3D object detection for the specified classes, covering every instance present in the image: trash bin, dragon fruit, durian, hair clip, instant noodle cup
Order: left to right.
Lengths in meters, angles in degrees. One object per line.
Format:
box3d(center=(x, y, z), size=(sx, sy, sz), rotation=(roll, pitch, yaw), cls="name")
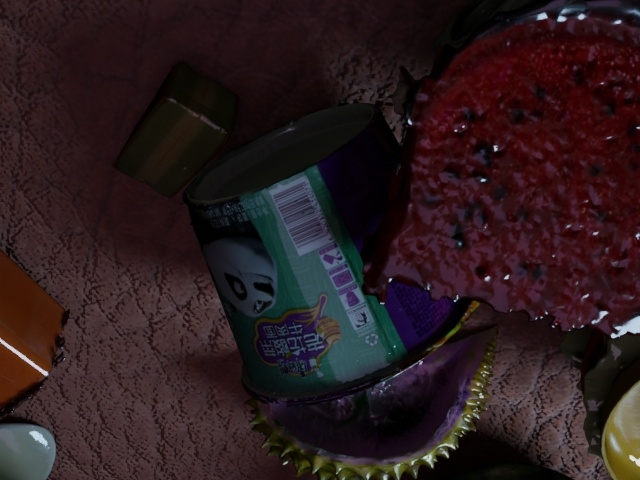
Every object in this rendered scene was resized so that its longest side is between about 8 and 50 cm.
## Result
box3d(center=(-0.452, 0.301, 1.171), size=(0.282, 0.113, 0.172), rotation=(-21, 118, 20), cls="hair clip")
box3d(center=(-0.376, 0.056, 0.995), size=(0.184, 0.161, 0.238), rotation=(-35, 121, 21), cls="trash bin")
box3d(center=(0.000, 0.000, 0.899), size=(0.251, 0.251, 0.190), rotation=(-20, 109, 14), cls="instant noodle cup")
box3d(center=(0.054, 0.199, 1.062), size=(0.260, 0.186, 0.154), rotation=(0, 115, 17), cls="durian")
box3d(center=(0.218, -0.062, 0.794), size=(0.343, 0.100, 0.282), rotation=(13, 102, -5), cls="dragon fruit")

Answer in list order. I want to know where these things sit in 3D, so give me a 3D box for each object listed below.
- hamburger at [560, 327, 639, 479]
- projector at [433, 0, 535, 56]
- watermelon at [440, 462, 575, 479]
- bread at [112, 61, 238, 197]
box3d(center=(0.376, 0.112, 0.956), size=(0.274, 0.212, 0.274), rotation=(3, 127, 4), cls="hamburger")
box3d(center=(0.253, -0.176, 0.850), size=(0.198, 0.108, 0.250), rotation=(42, 114, -19), cls="projector")
box3d(center=(0.211, 0.388, 1.087), size=(0.285, 0.285, 0.285), rotation=(1, 121, 2), cls="watermelon")
box3d(center=(-0.144, -0.086, 0.934), size=(0.074, 0.084, 0.139), rotation=(32, 118, -17), cls="bread")
